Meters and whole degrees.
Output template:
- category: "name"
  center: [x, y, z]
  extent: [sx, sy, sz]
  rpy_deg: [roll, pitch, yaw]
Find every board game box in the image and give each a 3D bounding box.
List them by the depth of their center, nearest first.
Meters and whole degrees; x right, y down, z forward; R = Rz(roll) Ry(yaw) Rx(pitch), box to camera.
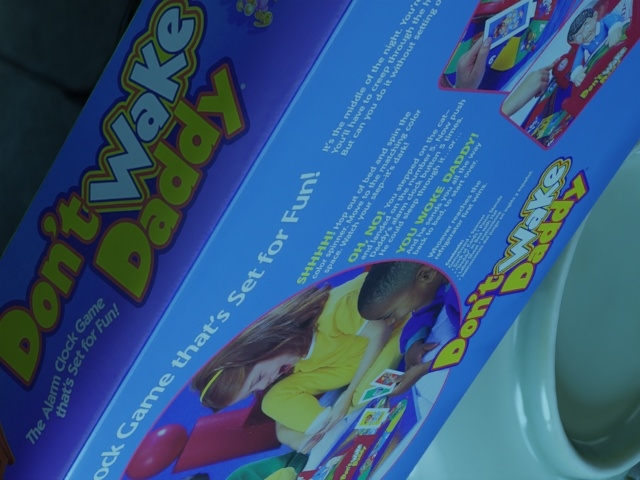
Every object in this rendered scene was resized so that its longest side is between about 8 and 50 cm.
- category: "board game box"
  center: [0.000, 0.000, 0.579]
  extent: [0.233, 0.078, 0.347]
  rpy_deg: [8, 119, -53]

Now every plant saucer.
- category: "plant saucer"
  center: [0.151, 0.029, 0.868]
  extent: [0.400, 0.100, 0.401]
  rpy_deg: [-20, 116, -46]
